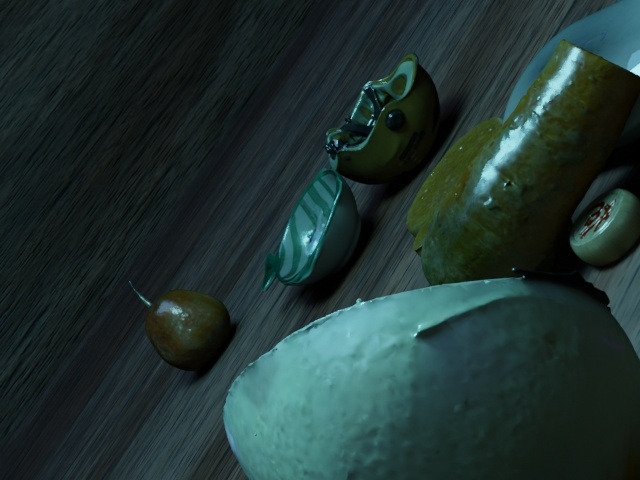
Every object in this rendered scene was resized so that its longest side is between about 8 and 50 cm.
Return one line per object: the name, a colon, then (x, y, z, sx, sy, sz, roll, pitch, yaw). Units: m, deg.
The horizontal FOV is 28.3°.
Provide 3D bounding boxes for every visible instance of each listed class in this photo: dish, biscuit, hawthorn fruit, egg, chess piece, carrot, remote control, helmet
dish: (0.000, 0.000, 2.012, 0.246, 0.078, 0.224, -48, 26, 41)
biscuit: (0.192, -0.064, 1.690, 0.202, 0.044, 0.289, -47, 16, 17)
hawthorn fruit: (-0.252, 0.158, 2.252, 0.149, 0.189, 0.149, -172, 90, -77)
egg: (0.095, 0.179, 0.966, 0.337, 0.337, 0.201, -40, 47, 36)
chess piece: (0.290, -0.013, 1.281, 0.083, 0.038, 0.084, -46, 17, 18)
carrot: (0.215, -0.063, 1.334, 0.139, 0.138, 0.302, -94, 29, -70)
remote control: (0.324, -0.185, 1.465, 0.332, 0.103, 0.221, -20, 42, 64)
helmet: (0.114, -0.177, 2.028, 0.224, 0.130, 0.198, -47, 20, 7)
